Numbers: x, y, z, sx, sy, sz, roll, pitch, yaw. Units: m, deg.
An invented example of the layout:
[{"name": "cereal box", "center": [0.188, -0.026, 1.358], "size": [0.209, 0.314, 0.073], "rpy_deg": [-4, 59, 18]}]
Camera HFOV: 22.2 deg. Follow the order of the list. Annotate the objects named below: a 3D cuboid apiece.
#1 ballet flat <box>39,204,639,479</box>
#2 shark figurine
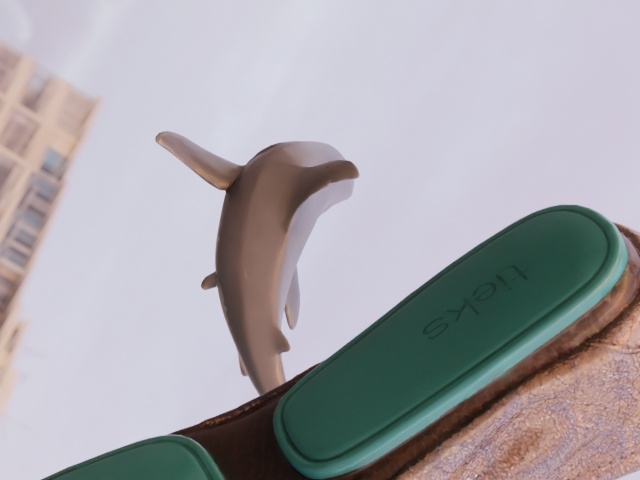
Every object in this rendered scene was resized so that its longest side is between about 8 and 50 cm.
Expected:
[{"name": "ballet flat", "center": [-0.008, 0.107, 0.563], "size": [0.316, 0.106, 0.107], "rpy_deg": [-28, -146, 3]}, {"name": "shark figurine", "center": [-0.011, 0.010, 0.993], "size": [0.116, 0.166, 0.278], "rpy_deg": [-30, -137, 30]}]
